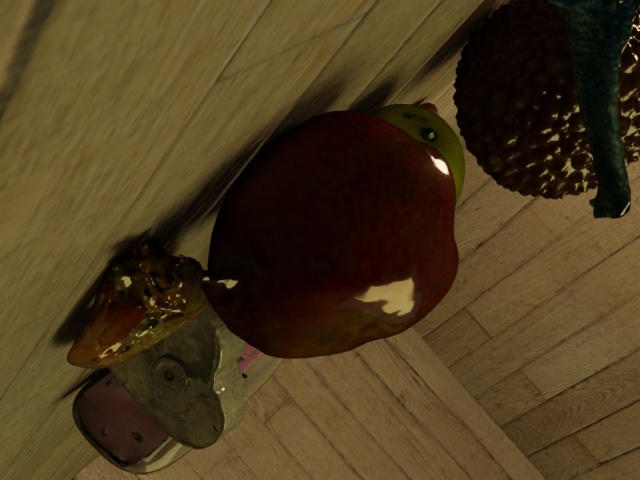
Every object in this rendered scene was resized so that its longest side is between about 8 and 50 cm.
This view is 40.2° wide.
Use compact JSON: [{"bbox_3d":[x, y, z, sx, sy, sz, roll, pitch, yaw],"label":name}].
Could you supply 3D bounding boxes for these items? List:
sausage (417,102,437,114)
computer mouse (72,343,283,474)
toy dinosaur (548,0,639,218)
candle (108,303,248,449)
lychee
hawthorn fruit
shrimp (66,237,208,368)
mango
[{"bbox_3d":[0.112,-0.155,1.187,0.034,0.034,0.253,-44,176,31],"label":"sausage"},{"bbox_3d":[-0.178,0.176,1.158,0.310,0.158,0.072,-40,162,-33],"label":"computer mouse"},{"bbox_3d":[0.155,-0.190,0.474,0.076,0.147,0.363,-17,130,-32],"label":"toy dinosaur"},{"bbox_3d":[-0.169,0.146,1.044,0.168,0.192,0.068,5,-163,24],"label":"candle"},{"bbox_3d":[0.291,-0.182,1.039,0.267,0.267,0.267,-41,176,-3],"label":"lychee"},{"bbox_3d":[-0.007,0.000,0.741,0.248,0.208,0.208,-19,164,-34],"label":"hawthorn fruit"},{"bbox_3d":[-0.156,0.057,0.750,0.145,0.061,0.267,-31,175,-18],"label":"shrimp"},{"bbox_3d":[0.063,-0.056,1.005,0.175,0.143,0.293,-60,-170,-22],"label":"mango"}]
